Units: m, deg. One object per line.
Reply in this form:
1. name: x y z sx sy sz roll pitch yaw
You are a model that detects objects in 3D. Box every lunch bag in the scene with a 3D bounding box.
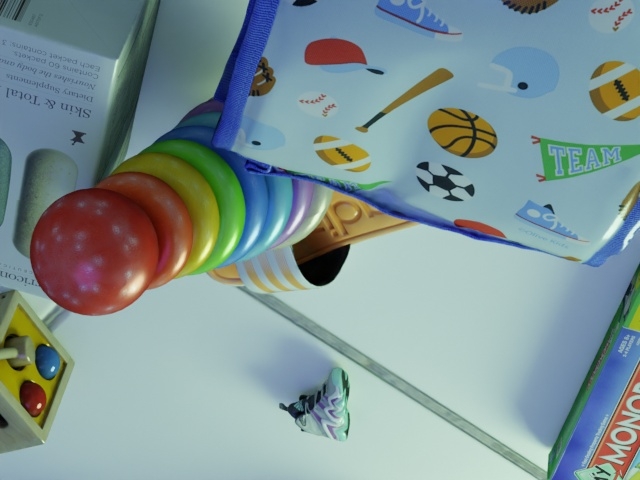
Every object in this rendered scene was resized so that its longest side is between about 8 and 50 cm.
1. lunch bag: 0.116 -0.177 1.178 0.327 0.239 0.385 16 126 -4

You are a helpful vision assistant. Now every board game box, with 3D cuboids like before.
1. board game box: 0.355 0.142 1.546 0.213 0.046 0.317 14 134 -1

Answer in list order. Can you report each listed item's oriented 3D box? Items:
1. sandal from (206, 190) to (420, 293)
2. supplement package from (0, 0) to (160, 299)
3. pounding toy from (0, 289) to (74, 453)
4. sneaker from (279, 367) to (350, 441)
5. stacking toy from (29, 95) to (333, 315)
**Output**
1. sandal: -0.005 -0.008 1.467 0.265 0.076 0.102 -19 125 27
2. supplement package: -0.248 -0.127 1.327 0.199 0.198 0.263 16 134 -3
3. pounding toy: -0.306 0.122 1.619 0.100 0.130 0.141 -15 127 24
4. sneaker: -0.007 0.160 1.649 0.069 0.038 0.098 5 133 7
5. stacking toy: -0.114 -0.023 1.283 0.141 0.330 0.141 7 107 23
